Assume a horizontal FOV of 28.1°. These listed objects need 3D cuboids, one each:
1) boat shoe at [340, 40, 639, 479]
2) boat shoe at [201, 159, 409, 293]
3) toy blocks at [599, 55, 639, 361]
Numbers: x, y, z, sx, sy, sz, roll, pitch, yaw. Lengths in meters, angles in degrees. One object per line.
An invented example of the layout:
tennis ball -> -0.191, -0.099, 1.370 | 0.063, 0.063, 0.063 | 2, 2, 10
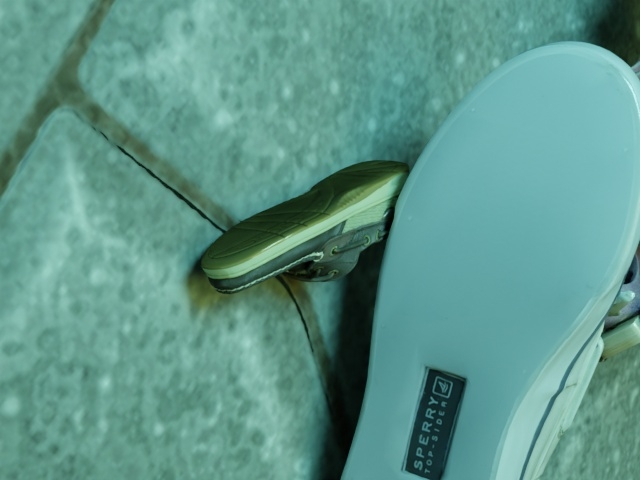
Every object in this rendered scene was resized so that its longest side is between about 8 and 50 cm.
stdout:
boat shoe -> 0.114, 0.061, 0.770 | 0.156, 0.136, 0.367 | -17, 123, -65
boat shoe -> 0.000, 0.000, 0.706 | 0.152, 0.056, 0.049 | -28, 113, -38
toy blocks -> 0.268, -0.135, 0.869 | 0.260, 0.309, 0.288 | 51, 45, -3
